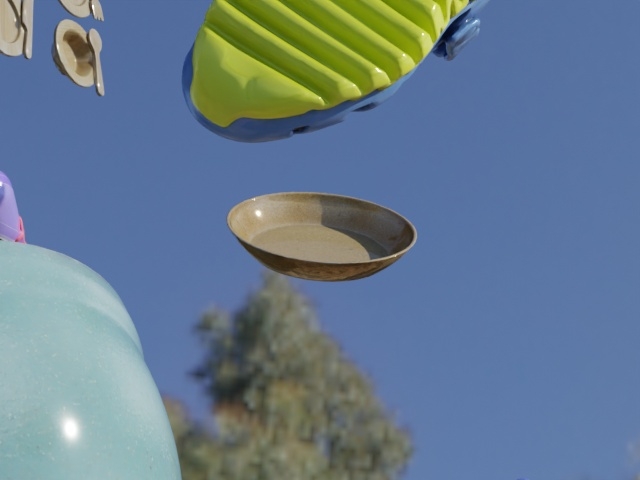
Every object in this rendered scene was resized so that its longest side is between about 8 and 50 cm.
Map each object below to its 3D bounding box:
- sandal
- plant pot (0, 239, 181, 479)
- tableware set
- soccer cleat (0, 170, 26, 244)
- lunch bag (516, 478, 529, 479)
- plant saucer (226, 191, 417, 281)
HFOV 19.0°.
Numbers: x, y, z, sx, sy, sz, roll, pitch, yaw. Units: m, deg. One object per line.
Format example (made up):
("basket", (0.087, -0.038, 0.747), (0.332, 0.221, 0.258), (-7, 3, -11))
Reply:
("sandal", (0.029, -0.141, 1.285), (0.126, 0.317, 0.138), (47, -38, 14))
("plant pot", (-0.185, 0.171, 0.944), (0.293, 0.196, 0.293), (-23, -35, -17))
("tableware set", (-0.214, -0.190, 1.473), (0.020, 0.141, 0.168), (-18, -26, 25))
("soccer cleat", (-0.311, 0.028, 1.871), (0.095, 0.083, 0.248), (15, -48, -2))
("lunch bag", (0.134, 0.262, 1.425), (0.096, 0.151, 0.129), (7, 8, 13))
("plant saucer", (0.000, 0.000, 0.834), (0.083, 0.083, 0.015), (5, -68, 1))
